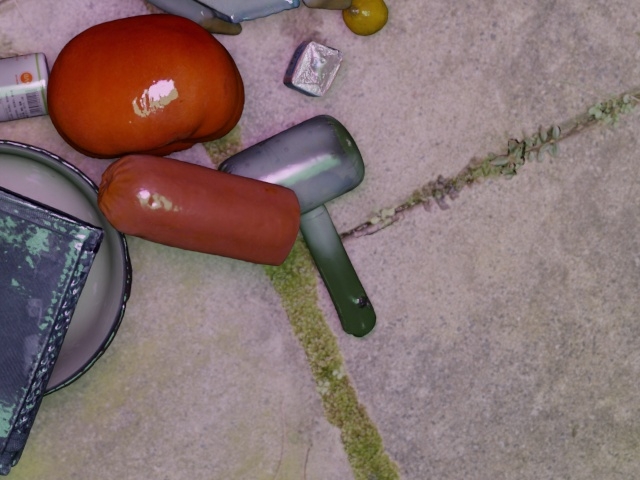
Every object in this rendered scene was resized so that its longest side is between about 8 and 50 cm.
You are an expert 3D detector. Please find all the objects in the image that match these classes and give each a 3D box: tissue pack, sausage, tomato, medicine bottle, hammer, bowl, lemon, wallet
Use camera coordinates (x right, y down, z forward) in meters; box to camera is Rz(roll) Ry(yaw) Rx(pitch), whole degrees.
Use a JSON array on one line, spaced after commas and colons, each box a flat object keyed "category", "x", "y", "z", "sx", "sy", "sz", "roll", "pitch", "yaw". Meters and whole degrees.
[{"category": "tissue pack", "x": -0.011, "y": -0.238, "z": 1.717, "sx": 0.059, "sy": 0.094, "sz": 0.074, "roll": 25, "pitch": 94, "yaw": -13}, {"category": "sausage", "x": -0.156, "y": -0.041, "z": 1.583, "sx": 0.259, "sy": 0.113, "sz": 0.113, "roll": 12, "pitch": 98, "yaw": -25}, {"category": "tomato", "x": -0.227, "y": -0.199, "z": 1.621, "sx": 0.260, "sy": 0.260, "sz": 0.180, "roll": -8, "pitch": 88, "yaw": -8}, {"category": "medicine bottle", "x": -0.451, "y": -0.196, "z": 1.652, "sx": 0.183, "sy": 0.086, "sz": 0.086, "roll": -10, "pitch": 102, "yaw": -9}, {"category": "hammer", "x": 0.000, "y": 0.000, "z": 1.765, "sx": 0.206, "sy": 0.119, "sz": 0.335, "roll": -26, "pitch": 110, "yaw": -2}, {"category": "bowl", "x": -0.431, "y": 0.030, "z": 1.646, "sx": 0.354, "sy": 0.185, "sz": 0.353, "roll": -2, "pitch": 101, "yaw": -10}, {"category": "lemon", "x": 0.062, "y": -0.316, "z": 1.727, "sx": 0.062, "sy": 0.083, "sz": 0.062, "roll": 3, "pitch": 97, "yaw": 25}, {"category": "wallet", "x": -0.432, "y": 0.096, "z": 1.528, "sx": 0.237, "sy": 0.075, "sz": 0.342, "roll": 21, "pitch": 98, "yaw": -7}]

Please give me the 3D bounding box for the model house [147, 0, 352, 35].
[{"category": "model house", "x": -0.104, "y": -0.393, "z": 1.651, "sx": 0.325, "sy": 0.194, "sz": 0.267, "roll": 26, "pitch": 92, "yaw": -27}]
